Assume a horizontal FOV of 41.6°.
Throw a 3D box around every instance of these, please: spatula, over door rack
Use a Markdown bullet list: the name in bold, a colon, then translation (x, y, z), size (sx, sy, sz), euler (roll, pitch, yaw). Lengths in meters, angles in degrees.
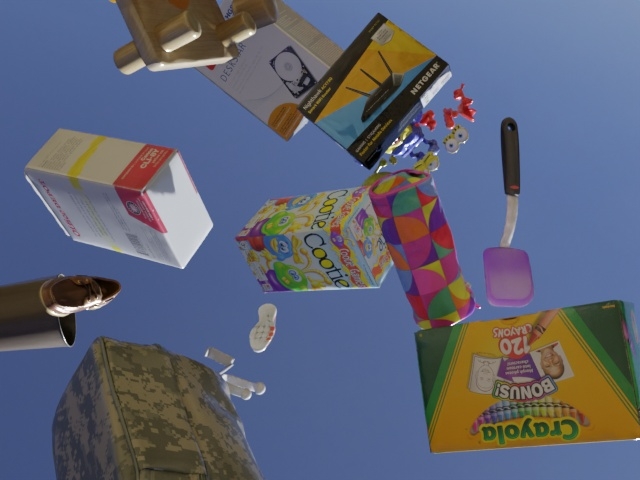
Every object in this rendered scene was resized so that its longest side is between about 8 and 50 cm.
- **spatula**: translation (0.293, -0.046, 1.299), size (0.084, 0.296, 0.030), euler (4, 175, -17)
- **over door rack**: translation (-0.200, 0.335, 1.499), size (0.108, 0.239, 0.324), euler (28, 177, -10)

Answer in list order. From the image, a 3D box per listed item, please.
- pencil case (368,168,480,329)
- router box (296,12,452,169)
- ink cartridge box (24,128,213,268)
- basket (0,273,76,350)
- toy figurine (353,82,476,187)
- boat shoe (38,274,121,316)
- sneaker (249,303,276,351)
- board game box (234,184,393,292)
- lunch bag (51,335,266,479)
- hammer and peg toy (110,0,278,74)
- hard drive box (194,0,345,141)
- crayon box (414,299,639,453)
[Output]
- **pencil case**: translation (0.148, 0.013, 1.205), size (0.104, 0.236, 0.104), euler (-20, -160, 8)
- **router box**: translation (0.074, -0.208, 1.175), size (0.133, 0.179, 0.046), euler (41, -179, 19)
- **ink cartridge box**: translation (-0.500, -0.109, 2.097), size (0.385, 0.279, 0.160), euler (12, -126, 27)
- **basket**: translation (-0.647, 0.161, 1.766), size (0.227, 0.204, 0.154), euler (-7, -105, -6)
- **toy figurine**: translation (0.141, -0.242, 1.866), size (0.217, 0.362, 0.191), euler (28, -139, -24)
- **boat shoe**: translation (-0.388, 0.082, 1.367), size (0.060, 0.064, 0.178), euler (-21, 174, 16)
- **sneaker**: translation (-0.140, 0.236, 2.163), size (0.061, 0.065, 0.158), euler (6, -139, 10)
- **board game box**: translation (0.000, 0.000, 1.618), size (0.275, 0.142, 0.144), euler (-5, -147, 37)
- **lunch bag**: translation (-0.198, 0.301, 1.129), size (0.256, 0.212, 0.305), euler (14, -153, -34)
- **hammer and peg toy**: translation (-0.206, -0.377, 1.205), size (0.127, 0.266, 0.361), euler (-21, -173, 23)
- **hard drive box**: translation (-0.092, -0.324, 1.518), size (0.232, 0.181, 0.089), euler (38, -141, 1)
- **crayon box**: translation (0.269, 0.179, 1.083), size (0.278, 0.165, 0.081), euler (-14, 167, 32)
